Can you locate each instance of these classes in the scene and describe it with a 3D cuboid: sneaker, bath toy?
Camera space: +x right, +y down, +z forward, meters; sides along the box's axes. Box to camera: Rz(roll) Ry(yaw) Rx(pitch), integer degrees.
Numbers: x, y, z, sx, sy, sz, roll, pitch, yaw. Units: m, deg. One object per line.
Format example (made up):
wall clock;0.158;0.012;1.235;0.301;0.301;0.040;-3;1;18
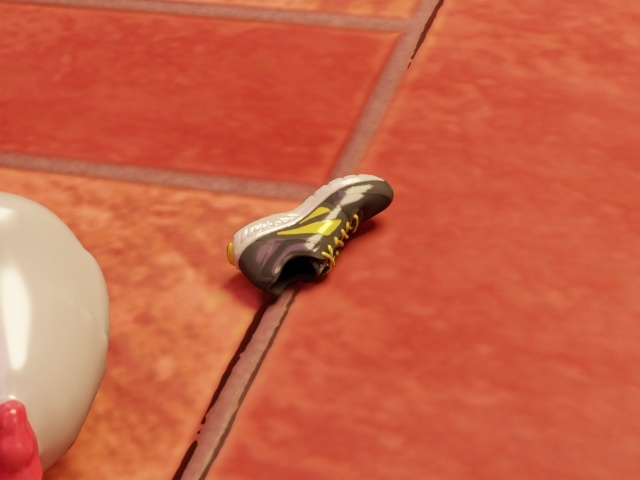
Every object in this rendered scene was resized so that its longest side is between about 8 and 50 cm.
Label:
sneaker;0.000;0.000;0.825;0.083;0.031;0.035;-27;57;-12
bath toy;-0.248;0.082;0.699;0.348;0.151;0.129;-12;46;-9
